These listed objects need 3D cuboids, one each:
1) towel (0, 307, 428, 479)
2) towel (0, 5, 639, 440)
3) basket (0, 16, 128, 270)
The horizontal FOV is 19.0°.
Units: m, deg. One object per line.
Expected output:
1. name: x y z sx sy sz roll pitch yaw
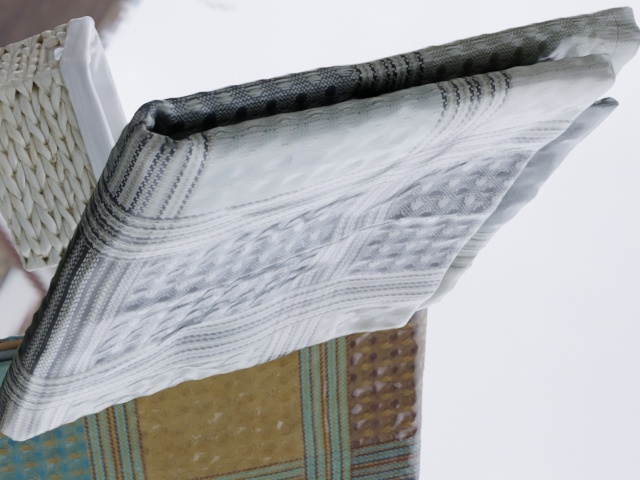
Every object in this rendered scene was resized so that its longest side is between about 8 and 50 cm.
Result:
1. towel: -0.106 0.159 1.338 0.040 0.370 0.271 -118 -157 -52
2. towel: 0.000 0.000 1.041 0.056 0.324 0.312 61 -35 20
3. basket: -0.201 -0.070 1.472 0.103 0.167 0.113 -16 -155 3
